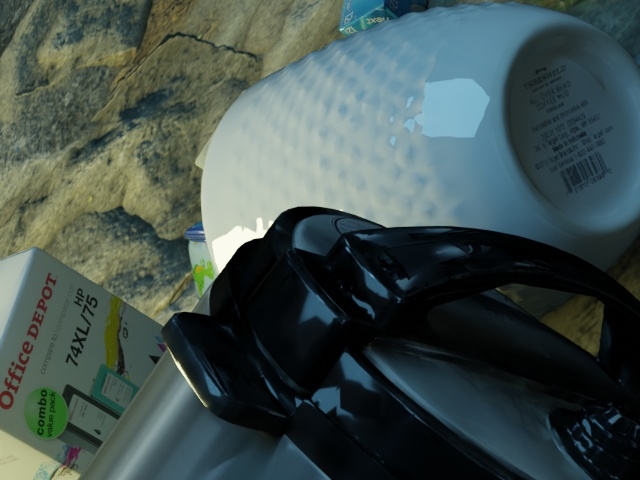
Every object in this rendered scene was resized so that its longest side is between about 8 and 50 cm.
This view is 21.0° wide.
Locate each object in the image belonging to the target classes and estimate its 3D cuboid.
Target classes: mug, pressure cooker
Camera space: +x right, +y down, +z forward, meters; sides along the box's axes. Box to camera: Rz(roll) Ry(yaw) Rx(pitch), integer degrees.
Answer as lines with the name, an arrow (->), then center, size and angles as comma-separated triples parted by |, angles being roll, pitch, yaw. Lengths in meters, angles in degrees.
mug -> 0.141, -0.059, 1.411 | 0.328, 0.374, 0.276 | -19, 83, 55
pressure cooker -> 0.047, 0.180, 1.128 | 0.420, 0.375, 0.370 | -55, -4, 17

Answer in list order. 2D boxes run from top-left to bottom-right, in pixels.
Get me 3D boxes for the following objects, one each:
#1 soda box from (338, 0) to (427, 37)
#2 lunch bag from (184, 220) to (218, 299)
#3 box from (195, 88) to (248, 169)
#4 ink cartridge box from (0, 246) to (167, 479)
soda box -> 0.080, -0.309, 1.972 | 0.071, 0.067, 0.210 | -26, 42, 38
lunch bag -> 0.000, 0.000, 1.614 | 0.176, 0.219, 0.090 | 2, 104, 57
box -> -0.023, -0.074, 1.860 | 0.113, 0.094, 0.275 | -55, 31, -1
ink cartridge box -> -0.276, 0.171, 1.795 | 0.197, 0.270, 0.198 | -19, 46, 44
